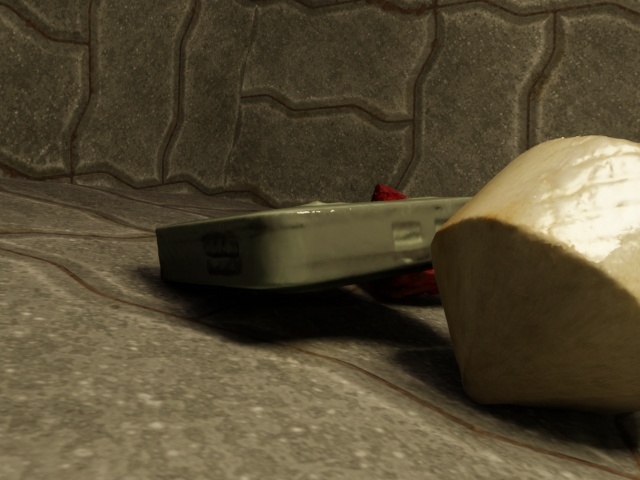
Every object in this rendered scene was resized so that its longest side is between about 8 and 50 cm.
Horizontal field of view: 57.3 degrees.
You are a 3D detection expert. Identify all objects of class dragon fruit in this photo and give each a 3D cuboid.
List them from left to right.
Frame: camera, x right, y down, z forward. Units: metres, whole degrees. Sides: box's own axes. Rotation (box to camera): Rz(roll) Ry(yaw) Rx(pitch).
[{"bbox_3d":[0.189,0.045,1.163,0.205,0.152,0.317,18,28,-13],"label":"dragon fruit"}]

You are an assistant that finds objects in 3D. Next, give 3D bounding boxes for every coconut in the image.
[{"bbox_3d":[0.259,0.049,0.637,0.328,0.329,0.329,10,6,-1],"label":"coconut"}]

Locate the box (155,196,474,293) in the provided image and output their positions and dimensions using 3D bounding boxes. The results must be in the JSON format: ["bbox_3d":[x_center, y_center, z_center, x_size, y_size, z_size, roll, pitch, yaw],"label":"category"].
[{"bbox_3d":[0.001,0.001,0.865,0.396,0.111,0.396,-7,3,-33],"label":"box"}]
